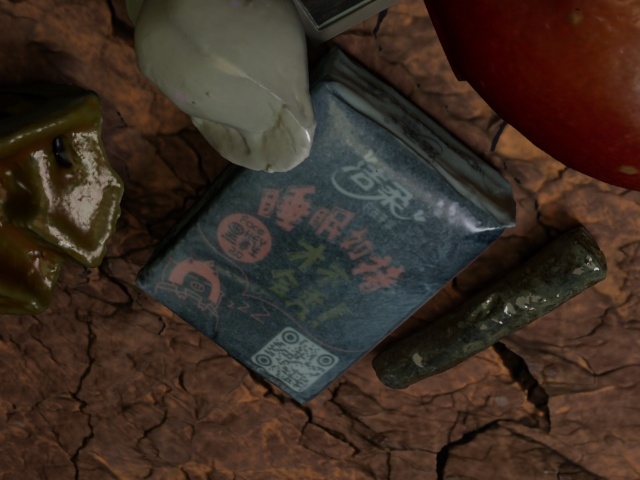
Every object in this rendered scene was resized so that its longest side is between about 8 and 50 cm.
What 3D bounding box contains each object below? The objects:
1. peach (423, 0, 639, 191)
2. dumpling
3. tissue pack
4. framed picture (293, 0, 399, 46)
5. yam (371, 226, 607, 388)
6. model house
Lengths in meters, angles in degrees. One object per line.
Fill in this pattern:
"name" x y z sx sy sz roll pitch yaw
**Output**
"peach" 0.214 -0.219 0.821 0.310 0.335 0.406 -28 115 10
"dumpling" -0.093 -0.159 1.045 0.252 0.131 0.179 50 143 7
"tissue pack" 0.000 0.000 1.150 0.228 0.103 0.316 37 122 -14
"framed picture" 0.049 -0.289 0.998 0.250 0.016 0.184 -24 120 23
"yam" 0.165 0.076 1.192 0.274 0.061 0.061 -35 109 29
"model house" -0.325 -0.019 1.161 0.268 0.173 0.239 -2 121 16
